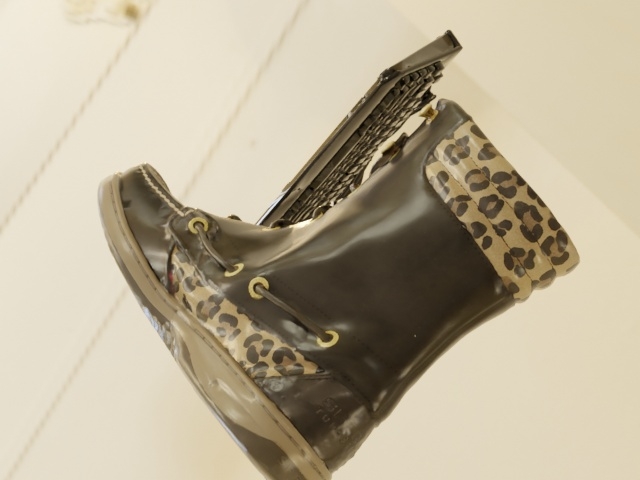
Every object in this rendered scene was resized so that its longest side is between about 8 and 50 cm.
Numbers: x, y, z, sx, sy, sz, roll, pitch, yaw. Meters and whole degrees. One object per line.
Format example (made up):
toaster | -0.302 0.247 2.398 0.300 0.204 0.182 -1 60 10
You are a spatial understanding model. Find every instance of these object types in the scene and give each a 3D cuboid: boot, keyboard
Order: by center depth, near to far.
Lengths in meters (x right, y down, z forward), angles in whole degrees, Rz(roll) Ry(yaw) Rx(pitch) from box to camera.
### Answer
boot | 0.000 0.000 1.201 0.284 0.138 0.377 -37 -140 -2
keyboard | 0.025 -0.070 1.386 0.033 0.201 0.317 47 -51 5
